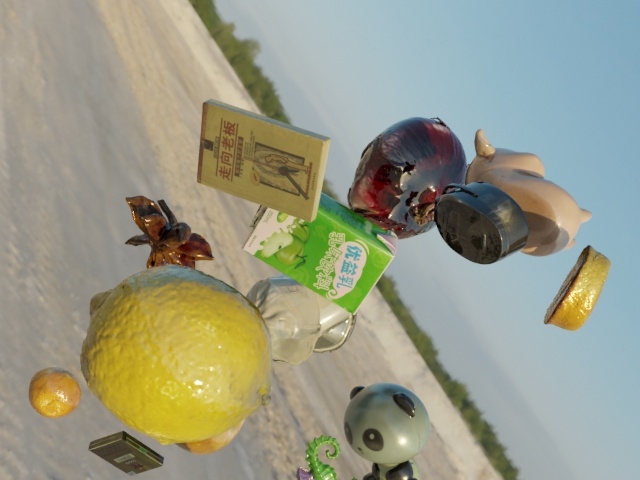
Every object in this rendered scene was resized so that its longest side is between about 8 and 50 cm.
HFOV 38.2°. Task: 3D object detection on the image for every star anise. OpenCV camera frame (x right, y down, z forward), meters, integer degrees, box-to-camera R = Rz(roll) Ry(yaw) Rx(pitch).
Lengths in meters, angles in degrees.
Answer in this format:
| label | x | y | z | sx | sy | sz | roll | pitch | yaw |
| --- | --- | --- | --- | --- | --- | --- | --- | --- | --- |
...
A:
| label | x | y | z | sx | sy | sz | roll | pitch | yaw |
| --- | --- | --- | --- | --- | --- | --- | --- | --- | --- |
| star anise | -0.318 | -0.001 | 1.942 | 0.196 | 0.111 | 0.212 | 16 | -51 | 40 |

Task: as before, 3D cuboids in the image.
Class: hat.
| label | x | y | z | sx | sy | sz | roll | pitch | yaw |
| --- | --- | --- | --- | --- | --- | --- | --- | --- | --- |
| hat | -0.048 | 0.143 | 2.031 | 0.232 | 0.275 | 0.161 | 57 | 0 | 23 |

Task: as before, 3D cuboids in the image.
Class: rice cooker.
| label | x | y | z | sx | sy | sz | roll | pitch | yaw |
| --- | --- | --- | --- | --- | --- | --- | --- | --- | --- |
| rice cooker | 0.262 | -0.031 | 1.513 | 0.165 | 0.106 | 0.112 | 46 | -35 | 47 |

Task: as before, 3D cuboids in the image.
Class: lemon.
| label | x | y | z | sx | sy | sz | roll | pitch | yaw |
| --- | --- | --- | --- | --- | --- | --- | --- | --- | --- |
| lemon | -0.157 | 0.126 | 1.024 | 0.231 | 0.192 | 0.192 | 30 | 3 | -3 |

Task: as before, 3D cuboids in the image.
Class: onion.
| label | x | y | z | sx | sy | sz | roll | pitch | yaw |
| --- | --- | --- | --- | --- | --- | --- | --- | --- | --- |
| onion | 0.211 | -0.134 | 2.120 | 0.232 | 0.314 | 0.314 | 41 | -9 | 41 |

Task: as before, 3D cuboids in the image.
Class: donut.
| label | x | y | z | sx | sy | sz | roll | pitch | yaw |
| --- | --- | --- | --- | --- | --- | --- | --- | --- | --- |
| donut | 0.432 | 0.084 | 1.541 | 0.058 | 0.152 | 0.152 | 27 | -4 | 9 |

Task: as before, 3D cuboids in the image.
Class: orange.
| label | x | y | z | sx | sy | sz | roll | pitch | yaw |
| --- | --- | --- | --- | --- | --- | --- | --- | --- | --- |
| orange | -0.412 | 0.235 | 1.433 | 0.083 | 0.083 | 0.070 | 56 | 17 | -29 |

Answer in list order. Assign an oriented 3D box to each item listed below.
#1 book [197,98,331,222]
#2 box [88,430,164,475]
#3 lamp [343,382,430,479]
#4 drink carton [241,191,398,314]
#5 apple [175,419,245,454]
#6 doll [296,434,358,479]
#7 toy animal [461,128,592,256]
| label | x | y | z | sx | sy | sz | roll | pitch | yaw |
| --- | --- | --- | --- | --- | --- | --- | --- | --- | --- |
| book | -0.103 | -0.138 | 1.582 | 0.230 | 0.161 | 0.026 | 20 | 31 | 16 |
| box | -0.399 | 0.440 | 1.903 | 0.133 | 0.090 | 0.023 | 46 | 33 | -39 |
| lamp | 0.148 | 0.430 | 2.004 | 0.198 | 0.197 | 0.244 | -114 | -166 | -82 |
| drink carton | 0.000 | 0.000 | 1.792 | 0.271 | 0.161 | 0.108 | 31 | 23 | -5 |
| apple | -0.248 | 0.329 | 1.935 | 0.235 | 0.173 | 0.210 | -50 | 144 | -56 |
| doll | 0.014 | 0.465 | 1.793 | 0.050 | 0.115 | 0.190 | -137 | -152 | -70 |
| toy animal | 0.362 | -0.074 | 1.695 | 0.154 | 0.166 | 0.250 | -3 | 38 | -43 |
